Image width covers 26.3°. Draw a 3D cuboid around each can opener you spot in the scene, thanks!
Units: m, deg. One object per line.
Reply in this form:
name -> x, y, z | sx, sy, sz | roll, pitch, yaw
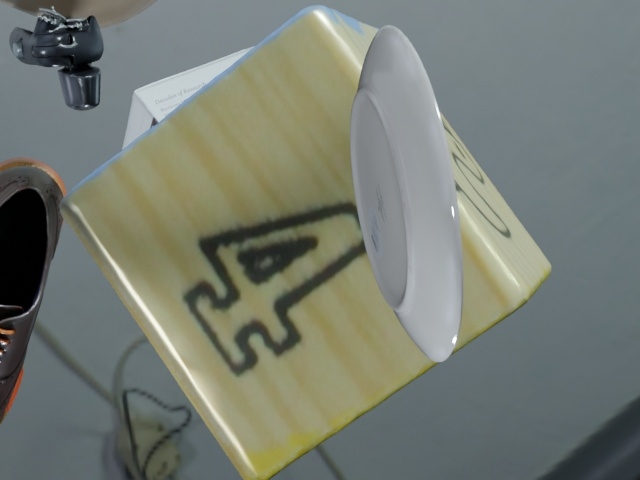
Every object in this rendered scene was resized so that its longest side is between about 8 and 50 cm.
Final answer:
can opener -> -0.209, -0.145, 1.039 | 0.059, 0.186, 0.073 | 2, 103, -25

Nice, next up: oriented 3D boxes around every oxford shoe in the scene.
oxford shoe -> -0.271, 0.068, 1.072 | 0.097, 0.098, 0.271 | 15, 96, -15

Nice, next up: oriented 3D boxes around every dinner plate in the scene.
dinner plate -> 0.031, -0.018, 0.568 | 0.017, 0.141, 0.141 | -9, 122, -8

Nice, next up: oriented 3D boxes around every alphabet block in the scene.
alphabet block -> 0.000, 0.000, 0.817 | 0.193, 0.192, 0.197 | -37, 86, 15

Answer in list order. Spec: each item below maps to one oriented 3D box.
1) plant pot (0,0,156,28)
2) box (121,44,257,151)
plant pot -> -0.230, -0.306, 1.018 | 0.323, 0.323, 0.280 | -39, 137, 11
box -> -0.117, -0.099, 1.538 | 0.182, 0.119, 0.181 | -25, 155, -30
